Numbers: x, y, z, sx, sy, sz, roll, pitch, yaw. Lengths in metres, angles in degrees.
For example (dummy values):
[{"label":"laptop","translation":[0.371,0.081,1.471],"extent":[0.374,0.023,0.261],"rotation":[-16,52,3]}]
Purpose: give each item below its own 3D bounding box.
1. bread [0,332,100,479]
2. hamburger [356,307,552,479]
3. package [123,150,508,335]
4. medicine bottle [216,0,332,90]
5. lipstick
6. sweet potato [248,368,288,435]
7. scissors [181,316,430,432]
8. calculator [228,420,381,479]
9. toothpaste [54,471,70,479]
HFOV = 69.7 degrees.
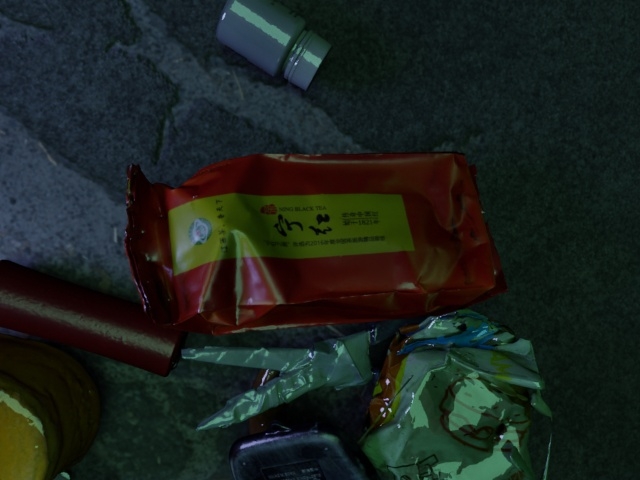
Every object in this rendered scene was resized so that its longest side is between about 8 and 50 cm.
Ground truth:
[{"label":"bread","translation":[-0.399,0.205,0.513],"extent":[0.269,0.142,0.195],"rotation":[3,94,-6]},{"label":"hamburger","translation":[0.190,0.235,0.570],"extent":[0.276,0.150,0.260],"rotation":[42,83,-20]},{"label":"package","translation":[0.001,0.000,0.544],"extent":[0.423,0.123,0.196],"rotation":[-4,67,-12]},{"label":"medicine bottle","translation":[-0.056,-0.251,0.576],"extent":[0.130,0.080,0.080],"rotation":[31,88,-9]},{"label":"lipstick","translation":[-0.284,0.096,0.558],"extent":[0.241,0.080,0.080],"rotation":[19,90,-9]},{"label":"sweet potato","translation":[-0.057,0.276,0.611],"extent":[0.078,0.058,0.255],"rotation":[-18,99,-29]},{"label":"scissors","translation":[0.021,0.154,0.597],"extent":[0.383,0.029,0.256],"rotation":[-4,93,-19]},{"label":"calculator","translation":[-0.006,0.322,0.564],"extent":[0.177,0.040,0.268],"rotation":[-18,108,14]},{"label":"toothpaste","translation":[-0.399,0.415,0.574],"extent":[0.096,0.061,0.266],"rotation":[15,83,-7]}]
